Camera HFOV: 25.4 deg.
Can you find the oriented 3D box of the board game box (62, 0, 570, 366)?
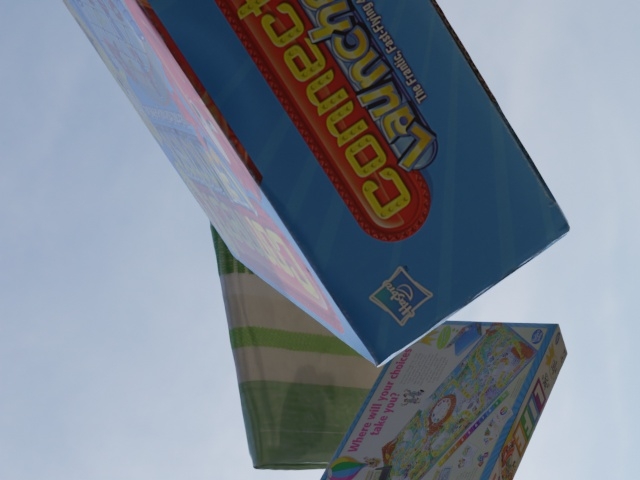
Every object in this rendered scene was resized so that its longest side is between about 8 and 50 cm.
[{"bbox_3d":[-0.059,-0.119,0.597,0.086,0.308,0.302,-34,-78,-7],"label":"board game box"}]

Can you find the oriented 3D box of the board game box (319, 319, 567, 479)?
[{"bbox_3d":[0.074,0.107,0.844,0.154,0.103,0.026,-56,-44,-42],"label":"board game box"}]

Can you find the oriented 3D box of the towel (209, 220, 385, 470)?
[{"bbox_3d":[0.000,0.000,0.980,0.248,0.038,0.325,13,-121,-52],"label":"towel"}]
